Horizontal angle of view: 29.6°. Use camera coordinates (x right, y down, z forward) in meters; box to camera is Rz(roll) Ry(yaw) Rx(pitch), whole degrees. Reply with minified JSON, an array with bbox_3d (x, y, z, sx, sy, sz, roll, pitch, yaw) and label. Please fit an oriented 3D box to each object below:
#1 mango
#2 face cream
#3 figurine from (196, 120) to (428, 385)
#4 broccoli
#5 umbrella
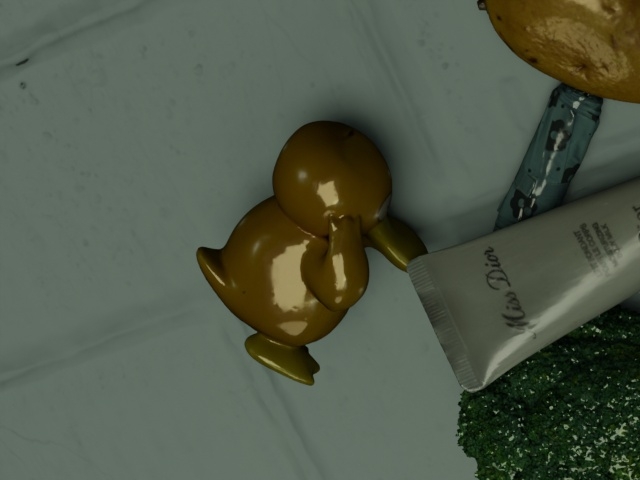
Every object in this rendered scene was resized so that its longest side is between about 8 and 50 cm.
[{"bbox_3d":[0.260,-0.204,1.092,0.227,0.109,0.147,25,112,3],"label":"mango"},{"bbox_3d":[0.249,0.017,1.153,0.314,0.089,0.143,-27,74,7],"label":"face cream"},{"bbox_3d":[-0.009,0.004,1.218,0.228,0.215,0.215,-38,97,12],"label":"figurine"},{"bbox_3d":[0.266,0.184,1.197,0.269,0.261,0.241,10,144,-12],"label":"broccoli"},{"bbox_3d":[0.214,-0.040,1.206,0.053,0.052,0.250,6,118,-24],"label":"umbrella"}]
